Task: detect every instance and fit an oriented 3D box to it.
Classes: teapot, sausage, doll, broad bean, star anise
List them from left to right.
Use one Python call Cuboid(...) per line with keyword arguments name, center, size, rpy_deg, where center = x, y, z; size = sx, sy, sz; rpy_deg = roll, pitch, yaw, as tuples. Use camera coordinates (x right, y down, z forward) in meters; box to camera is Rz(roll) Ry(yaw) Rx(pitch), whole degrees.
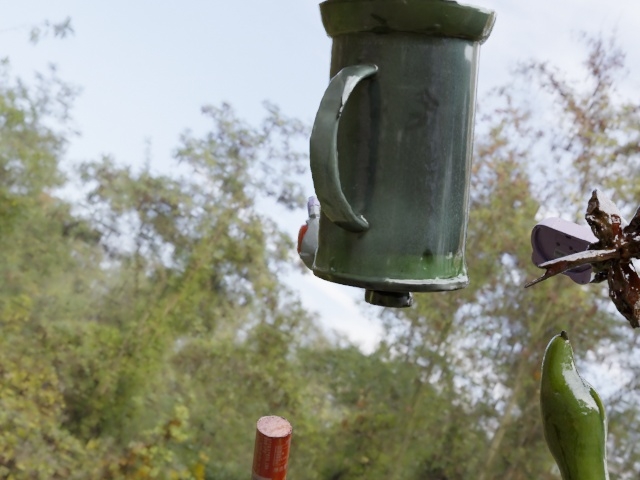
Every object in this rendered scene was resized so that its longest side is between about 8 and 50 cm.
Cuboid(name="sausage", center=(-0.048, 0.224, 0.861), size=(0.034, 0.130, 0.034), rpy_deg=(6, 25, -3))
Cuboid(name="doll", center=(0.000, 0.000, 1.403), size=(0.227, 0.075, 0.102), rpy_deg=(-104, 179, -73))
Cuboid(name="teapot", center=(0.073, -0.091, 1.025), size=(0.200, 0.337, 0.270), rpy_deg=(7, 7, 30))
Cuboid(name="broad bean", center=(0.290, 0.263, 1.040), size=(0.067, 0.325, 0.075), rpy_deg=(-4, -10, -2))
Cuboid(name="star anise", center=(0.325, 0.012, 1.064), size=(0.144, 0.141, 0.158), rpy_deg=(6, 27, -43))

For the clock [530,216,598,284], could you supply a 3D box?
Cuboid(name="clock", center=(0.514, 0.019, 1.933), size=(0.152, 0.050, 0.110), rpy_deg=(24, -51, 29))
